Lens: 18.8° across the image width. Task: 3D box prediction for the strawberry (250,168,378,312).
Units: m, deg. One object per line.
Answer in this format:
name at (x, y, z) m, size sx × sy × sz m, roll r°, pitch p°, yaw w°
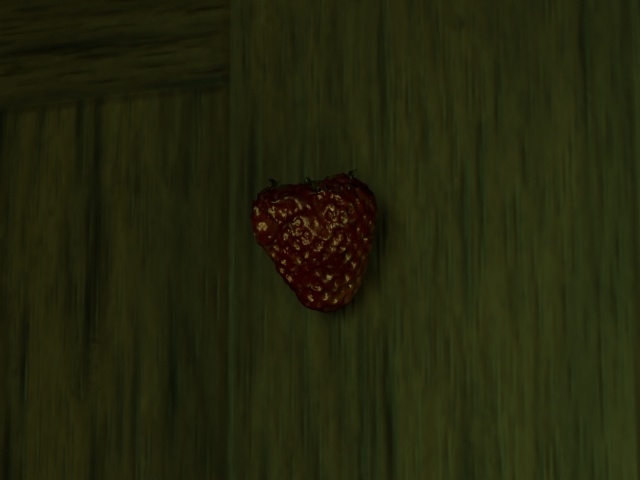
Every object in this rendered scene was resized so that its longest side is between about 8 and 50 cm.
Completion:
strawberry at (0.000, 0.000, 1.107) m, size 0.073 × 0.073 × 0.083 m, roll -14°, pitch 89°, yaw 19°
